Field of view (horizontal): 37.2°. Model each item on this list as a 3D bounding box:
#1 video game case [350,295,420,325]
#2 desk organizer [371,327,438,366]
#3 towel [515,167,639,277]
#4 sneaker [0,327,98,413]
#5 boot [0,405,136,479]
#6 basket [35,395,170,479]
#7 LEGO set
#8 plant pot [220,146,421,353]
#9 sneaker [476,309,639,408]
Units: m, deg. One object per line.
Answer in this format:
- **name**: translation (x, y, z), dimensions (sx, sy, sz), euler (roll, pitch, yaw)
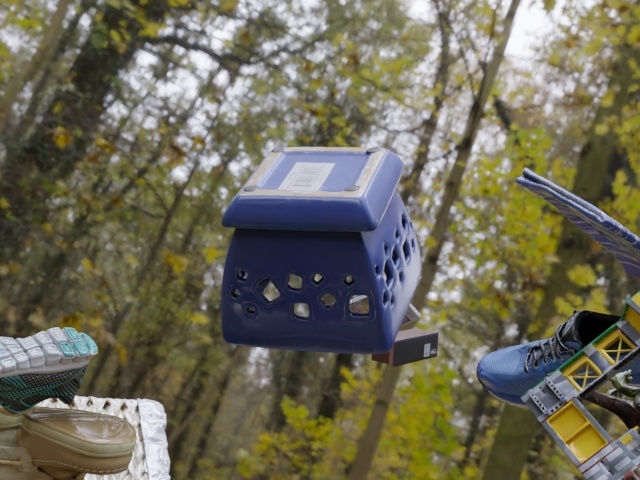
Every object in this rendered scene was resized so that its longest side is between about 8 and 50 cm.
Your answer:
- **video game case**: translation (0.089, 0.119, 1.550), dimensions (0.122, 0.011, 0.087), euler (-24, -54, 28)
- **desk organizer**: translation (0.150, 0.187, 1.680), dimensions (0.050, 0.047, 0.130), euler (9, 9, 42)
- **towel**: translation (0.483, 0.011, 1.528), dimensions (0.336, 0.040, 0.243), euler (32, 7, -29)
- **sneaker**: translation (-0.286, 0.128, 0.867), dimensions (0.166, 0.076, 0.065), euler (1, 24, -37)
- **boot**: translation (-0.274, 0.267, 0.928), dimensions (0.262, 0.203, 0.095), euler (-4, -12, 44)
- **basket**: translation (-0.385, 0.429, 1.364), dimensions (0.266, 0.331, 0.328), euler (14, -61, -22)
- **LEGO set**: translation (0.397, 0.236, 1.065), dimensions (0.331, 0.255, 0.192), euler (59, -2, -36)
- **plant pot**: translation (0.000, 0.000, 1.282), dimensions (0.236, 0.236, 0.212), euler (3, -61, 16)
- **sneaker**: translation (0.398, 0.172, 1.515), dimensions (0.330, 0.129, 0.147), euler (-16, -52, 29)
